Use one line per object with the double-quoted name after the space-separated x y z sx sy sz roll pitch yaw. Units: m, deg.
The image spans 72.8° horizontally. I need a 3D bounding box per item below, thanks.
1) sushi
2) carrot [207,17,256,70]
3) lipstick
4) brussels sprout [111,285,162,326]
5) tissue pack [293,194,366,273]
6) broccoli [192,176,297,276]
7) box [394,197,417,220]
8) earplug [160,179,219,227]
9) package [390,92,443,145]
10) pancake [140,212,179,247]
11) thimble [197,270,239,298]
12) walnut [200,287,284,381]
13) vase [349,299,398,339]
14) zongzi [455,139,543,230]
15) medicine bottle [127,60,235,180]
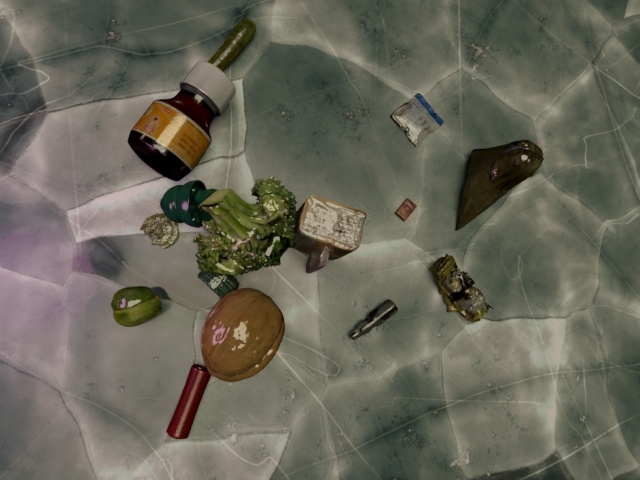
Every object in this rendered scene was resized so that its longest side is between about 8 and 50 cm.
0.540 0.198 1.697 0.139 0.131 0.291 -39 100 -14 "sushi"
-0.369 -0.702 1.652 0.074 0.074 0.358 37 79 -5 "carrot"
-0.448 0.550 1.487 0.080 0.080 0.241 22 80 -8 "lipstick"
-0.614 0.215 1.437 0.145 0.183 0.131 -24 84 -33 "brussels sprout"
0.000 0.000 1.520 0.238 0.305 0.238 2 81 -13 "tissue pack"
-0.235 -0.041 1.401 0.338 0.317 0.277 11 51 1 "broccoli"
0.344 -0.124 1.747 0.051 0.023 0.082 42 78 -5 "box"
-0.429 -0.094 1.551 0.280 0.257 0.164 9 44 5 "earplug"
0.403 -0.504 1.802 0.173 0.027 0.171 -40 89 -13 "package"
-0.571 -0.038 1.559 0.116 0.022 0.129 -38 91 -15 "pancake"
-0.357 0.140 1.531 0.135 0.118 0.090 45 78 -3 "thimble"
-0.262 0.317 1.446 0.252 0.277 0.313 38 77 -15 "walnut"
0.198 0.307 1.649 0.211 0.060 0.060 -35 91 -14 "vase"
0.670 -0.203 1.676 0.160 0.323 0.360 26 83 -15 "zongzi"
-0.471 -0.426 1.523 0.242 0.242 0.395 31 74 -6 "medicine bottle"
